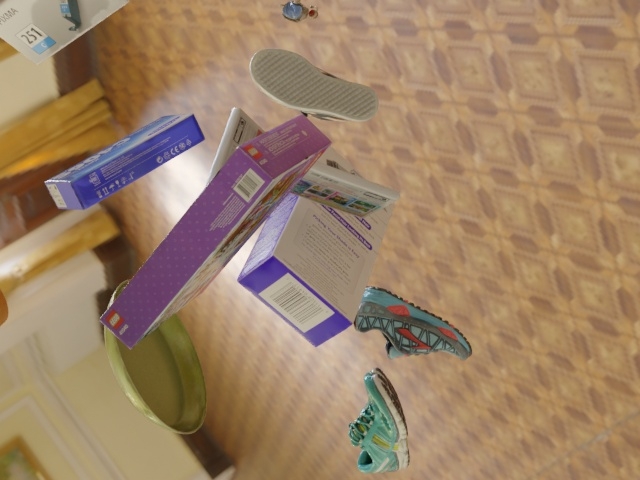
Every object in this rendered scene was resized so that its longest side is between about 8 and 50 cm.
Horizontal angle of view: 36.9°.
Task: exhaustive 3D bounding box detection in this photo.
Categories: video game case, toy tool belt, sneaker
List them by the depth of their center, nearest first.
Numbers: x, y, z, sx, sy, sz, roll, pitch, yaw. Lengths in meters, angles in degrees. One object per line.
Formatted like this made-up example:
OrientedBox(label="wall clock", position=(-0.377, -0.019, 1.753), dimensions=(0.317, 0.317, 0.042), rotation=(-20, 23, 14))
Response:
OrientedBox(label="video game case", position=(0.028, -0.080, 1.536), dimensions=(0.157, 0.019, 0.143), rotation=(18, 164, -17))
OrientedBox(label="sneaker", position=(0.106, 0.356, 1.817), dimensions=(0.107, 0.110, 0.275), rotation=(-108, 7, -51))
OrientedBox(label="video game case", position=(-0.159, -0.144, 1.984), dimensions=(0.023, 0.201, 0.183), rotation=(8, 162, 31))
OrientedBox(label="sneaker", position=(0.186, 0.199, 2.001), dimensions=(0.262, 0.125, 0.104), rotation=(27, 175, 0))
OrientedBox(label="toy tool belt", position=(-0.052, -0.526, 2.190), dimensions=(0.083, 0.052, 0.051), rotation=(14, 179, 30))
OrientedBox(label="sneaker", position=(-0.029, -0.357, 2.278), dimensions=(0.321, 0.126, 0.127), rotation=(21, 179, -17))

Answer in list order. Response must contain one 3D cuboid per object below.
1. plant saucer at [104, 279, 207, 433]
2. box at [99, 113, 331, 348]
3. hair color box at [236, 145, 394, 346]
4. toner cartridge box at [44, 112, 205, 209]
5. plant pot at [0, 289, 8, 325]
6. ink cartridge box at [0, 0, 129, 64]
OrientedBox(label="plant saucer", position=(-0.244, 0.173, 1.394), dimensions=(0.241, 0.037, 0.241), rotation=(58, -165, -25))
OrientedBox(label="box", position=(-0.124, -0.014, 1.153), dimensions=(0.057, 0.201, 0.293), rotation=(44, 115, 2))
OrientedBox(label="hair color box", position=(0.000, 0.000, 1.680), dimensions=(0.185, 0.338, 0.110), rotation=(42, 130, -16))
OrientedBox(label="toner cartridge box", position=(-0.455, -0.187, 2.241), dimensions=(0.165, 0.348, 0.075), rotation=(6, 125, 53))
OrientedBox(label="plant pot", position=(-0.736, 0.155, 1.904), dimensions=(0.205, 0.188, 0.205), rotation=(20, 126, 29))
OrientedBox(label="ink cartridge box", position=(-0.527, -0.477, 1.747), dimensions=(0.296, 0.066, 0.261), rotation=(-22, 132, 37))
